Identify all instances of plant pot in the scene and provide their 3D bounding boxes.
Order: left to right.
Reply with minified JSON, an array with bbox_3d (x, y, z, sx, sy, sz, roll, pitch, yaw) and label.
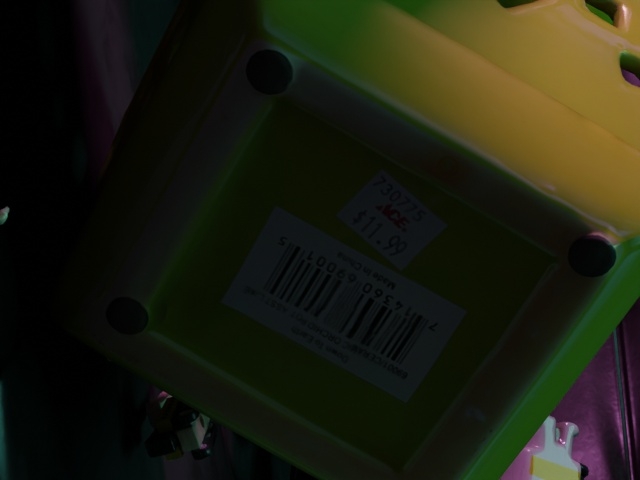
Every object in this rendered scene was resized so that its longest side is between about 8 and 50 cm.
[{"bbox_3d":[0.028,-0.025,0.826,0.227,0.228,0.207,-57,-175,30],"label":"plant pot"}]

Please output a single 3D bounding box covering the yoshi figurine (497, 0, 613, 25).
[{"bbox_3d":[0.074,-0.218,1.214,0.362,0.203,0.203,57,-24,-6],"label":"yoshi figurine"}]

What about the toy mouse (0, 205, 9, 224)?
[{"bbox_3d":[-0.126,0.007,0.592,0.143,0.031,0.161,-68,151,-73],"label":"toy mouse"}]

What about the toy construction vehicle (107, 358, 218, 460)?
[{"bbox_3d":[-0.078,0.058,0.931,0.098,0.035,0.086,-82,154,-70],"label":"toy construction vehicle"}]

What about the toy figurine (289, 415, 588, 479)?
[{"bbox_3d":[0.079,0.199,1.321,0.213,0.210,0.148,70,26,-70],"label":"toy figurine"}]
